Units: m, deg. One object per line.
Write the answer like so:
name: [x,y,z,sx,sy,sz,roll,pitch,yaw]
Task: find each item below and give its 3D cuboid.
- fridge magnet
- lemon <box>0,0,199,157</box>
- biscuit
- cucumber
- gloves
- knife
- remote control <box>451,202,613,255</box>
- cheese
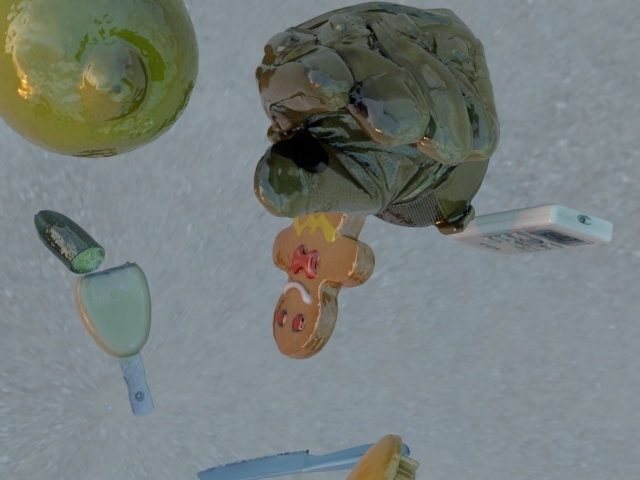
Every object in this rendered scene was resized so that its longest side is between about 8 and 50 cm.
fridge magnet: [0.052,0.264,1.375,0.063,0.143,0.143,26,80,-4]
lemon: [-0.198,-0.165,1.126,0.184,0.248,0.184,-13,129,-17]
biscuit: [-0.001,0.000,1.398,0.036,0.165,0.250,17,88,-34]
cucumber: [-0.307,-0.002,1.634,0.048,0.048,0.105,-45,59,-11]
gloves: [0.040,-0.084,0.888,0.154,0.331,0.141,-12,80,12]
knife: [-0.028,0.286,1.750,0.312,0.044,0.019,-12,125,23]
remote control: [0.224,-0.009,1.474,0.087,0.190,0.029,17,77,-29]
cheese: [-0.247,0.126,1.704,0.097,0.037,0.192,-14,90,-25]
